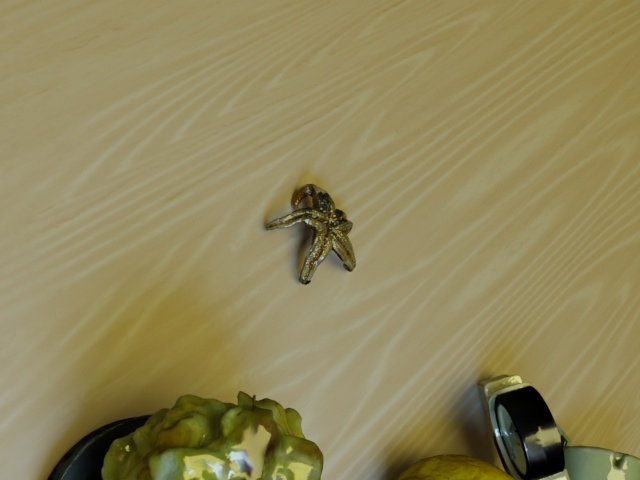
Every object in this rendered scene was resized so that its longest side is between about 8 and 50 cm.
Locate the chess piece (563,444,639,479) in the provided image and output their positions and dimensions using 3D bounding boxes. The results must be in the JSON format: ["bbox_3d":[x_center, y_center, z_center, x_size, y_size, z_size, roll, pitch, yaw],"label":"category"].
[{"bbox_3d":[0.543,0.645,1.697,0.234,0.234,0.442,25,69,-32],"label":"chess piece"}]

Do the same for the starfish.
[{"bbox_3d":[0.000,0.001,1.475,0.190,0.074,0.146,49,52,-24],"label":"starfish"}]

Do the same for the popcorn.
[{"bbox_3d":[-0.124,0.342,1.112,0.312,0.312,0.312,7,79,-37],"label":"popcorn"}]

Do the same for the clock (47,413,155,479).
[{"bbox_3d":[-0.253,0.410,1.218,0.319,0.066,0.318,6,80,-36],"label":"clock"}]

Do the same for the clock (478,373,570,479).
[{"bbox_3d":[0.409,0.450,1.609,0.120,0.276,0.378,-14,91,-5],"label":"clock"}]

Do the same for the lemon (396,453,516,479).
[{"bbox_3d":[0.244,0.497,1.474,0.320,0.245,0.245,34,64,-25],"label":"lemon"}]

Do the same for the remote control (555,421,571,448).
[{"bbox_3d":[0.479,0.408,1.805,0.166,0.029,0.065,47,58,-28],"label":"remote control"}]
